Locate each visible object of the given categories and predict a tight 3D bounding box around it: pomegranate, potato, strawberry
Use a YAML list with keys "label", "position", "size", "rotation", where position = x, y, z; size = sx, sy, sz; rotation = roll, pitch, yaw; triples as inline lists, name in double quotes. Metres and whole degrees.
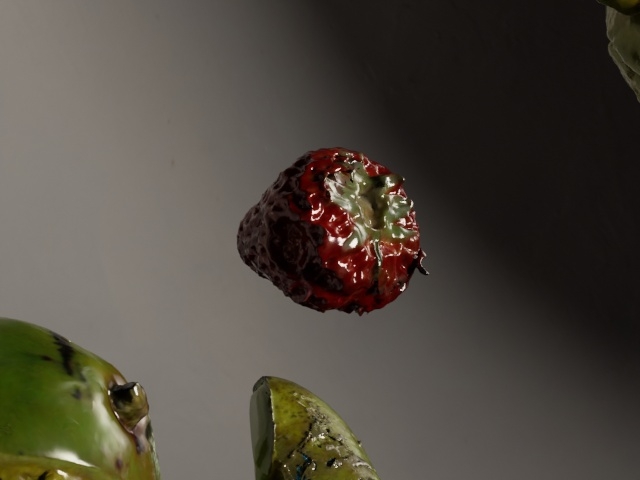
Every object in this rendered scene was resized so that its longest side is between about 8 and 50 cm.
- label: "pomegranate"
  position: [-0.274, 0.190, 0.888]
  size: [0.340, 0.260, 0.261]
  rotation: [-15, 113, 14]
- label: "potato"
  position: [0.000, 0.182, 0.992]
  size: [0.119, 0.198, 0.054]
  rotation: [9, 126, -29]
- label: "strawberry"
  position: [0.000, 0.000, 0.492]
  size: [0.083, 0.073, 0.073]
  rotation: [-23, 118, 44]

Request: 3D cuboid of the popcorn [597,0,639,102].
- label: "popcorn"
  position: [0.302, -0.174, 0.897]
  size: [0.185, 0.167, 0.187]
  rotation: [-4, 145, 12]
